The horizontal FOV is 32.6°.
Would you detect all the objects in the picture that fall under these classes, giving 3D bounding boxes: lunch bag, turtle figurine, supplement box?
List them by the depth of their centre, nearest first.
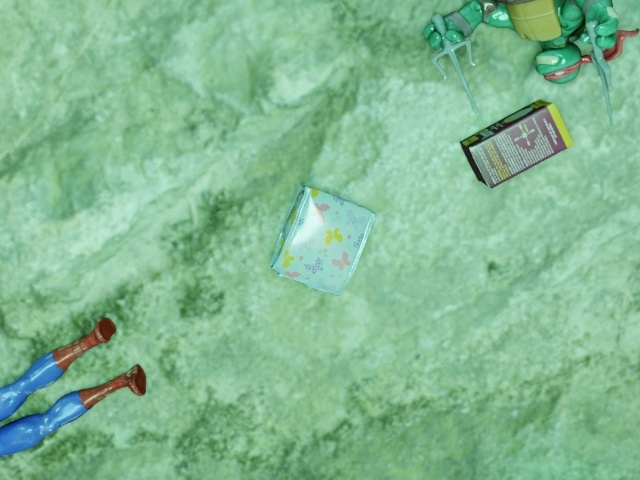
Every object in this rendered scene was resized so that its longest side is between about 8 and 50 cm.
[{"bbox_3d":[0.168,-0.203,0.903,0.175,0.118,0.234,-8,113,40],"label":"turtle figurine"},{"bbox_3d":[0.171,-0.085,0.956,0.083,0.055,0.043,-28,102,2],"label":"supplement box"},{"bbox_3d":[0.000,0.000,0.967,0.071,0.053,0.083,20,91,-10],"label":"lunch bag"}]

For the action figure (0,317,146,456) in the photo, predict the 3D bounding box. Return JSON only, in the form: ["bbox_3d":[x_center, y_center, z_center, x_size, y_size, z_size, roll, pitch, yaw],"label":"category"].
[{"bbox_3d":[-0.297,0.179,0.950,0.280,0.139,0.091,-30,102,6],"label":"action figure"}]
